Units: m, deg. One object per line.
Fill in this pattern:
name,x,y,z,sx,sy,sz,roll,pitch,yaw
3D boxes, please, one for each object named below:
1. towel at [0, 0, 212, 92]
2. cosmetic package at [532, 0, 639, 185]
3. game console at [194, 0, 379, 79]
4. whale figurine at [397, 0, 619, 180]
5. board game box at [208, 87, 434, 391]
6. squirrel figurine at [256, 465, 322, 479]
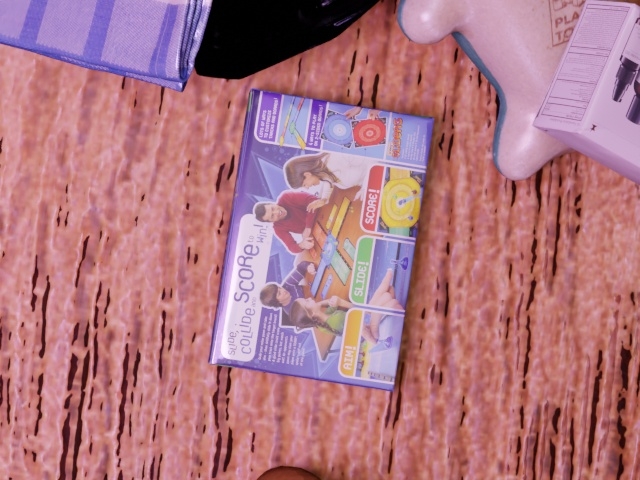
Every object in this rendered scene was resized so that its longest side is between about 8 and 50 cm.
towel,-0.143,-0.260,1.260,0.209,0.034,0.285,16,93,24
cosmetic package,0.268,-0.073,1.279,0.239,0.060,0.099,25,88,-31
game console,-0.039,-0.306,1.268,0.213,0.044,0.361,-24,72,35
whale figurine,0.136,-0.185,1.298,0.216,0.141,0.272,-23,114,-25
board game box,0.000,0.000,1.314,0.136,0.035,0.201,9,87,-5
squirrel figurine,-0.117,0.335,1.115,0.370,0.397,0.281,-13,94,-14
